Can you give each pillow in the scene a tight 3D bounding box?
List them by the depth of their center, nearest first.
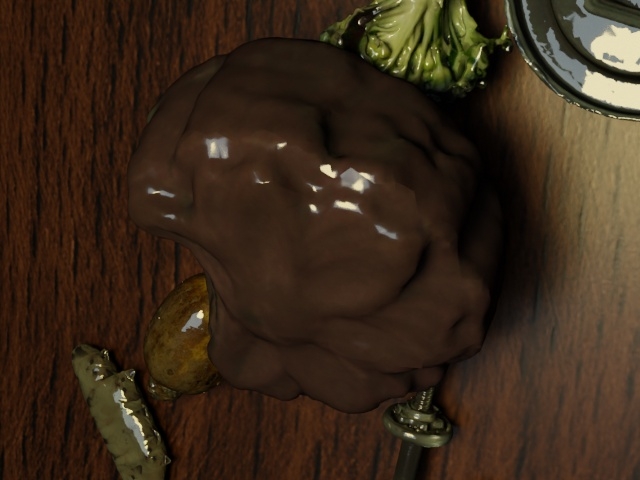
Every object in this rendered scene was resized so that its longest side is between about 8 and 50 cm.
[{"bbox_3d":[-0.252,0.238,1.343,0.093,0.051,0.241,-28,83,34],"label":"pillow"}]

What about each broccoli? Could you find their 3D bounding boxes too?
[{"bbox_3d":[0.119,-0.277,0.990,0.165,0.145,0.304,13,117,-20],"label":"broccoli"}]

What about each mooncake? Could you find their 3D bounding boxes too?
[{"bbox_3d":[0.000,0.000,1.002,0.350,0.212,0.381,-9,128,31],"label":"mooncake"}]

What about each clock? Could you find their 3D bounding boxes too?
[{"bbox_3d":[0.312,-0.251,0.963,0.280,0.055,0.280,5,100,28],"label":"clock"}]

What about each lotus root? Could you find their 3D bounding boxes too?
[{"bbox_3d":[-0.153,0.115,1.232,0.120,0.120,0.209,44,116,16],"label":"lotus root"}]

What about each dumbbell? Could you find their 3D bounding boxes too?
[{"bbox_3d":[0.096,0.256,1.142,0.081,0.081,0.254,18,106,25],"label":"dumbbell"}]
